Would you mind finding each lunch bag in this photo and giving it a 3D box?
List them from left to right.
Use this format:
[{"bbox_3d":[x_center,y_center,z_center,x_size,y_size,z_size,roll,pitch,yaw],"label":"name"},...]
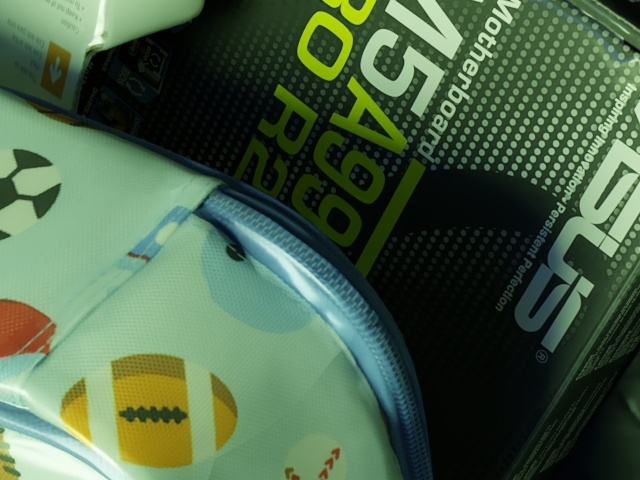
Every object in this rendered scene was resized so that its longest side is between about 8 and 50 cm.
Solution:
[{"bbox_3d":[-0.103,0.063,0.555,0.303,0.115,0.243,23,145,33],"label":"lunch bag"}]

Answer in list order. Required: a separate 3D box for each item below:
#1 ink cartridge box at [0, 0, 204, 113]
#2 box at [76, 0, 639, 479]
[{"bbox_3d":[-0.103,-0.153,0.611,0.223,0.045,0.224,34,118,48],"label":"ink cartridge box"},{"bbox_3d":[0.000,0.000,0.612,0.216,0.060,0.270,40,120,22],"label":"box"}]
